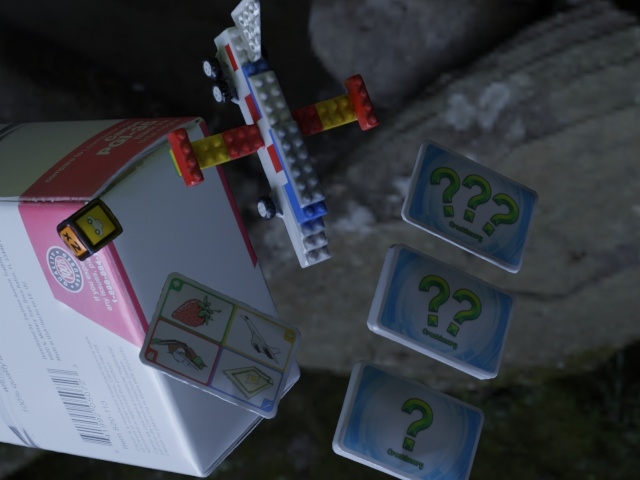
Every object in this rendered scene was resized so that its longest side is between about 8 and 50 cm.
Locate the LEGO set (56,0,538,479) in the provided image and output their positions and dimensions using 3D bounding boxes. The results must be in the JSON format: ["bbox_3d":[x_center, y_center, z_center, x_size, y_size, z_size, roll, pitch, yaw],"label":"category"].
[{"bbox_3d":[0.000,0.000,0.779,0.244,0.182,0.060,26,158,-18],"label":"LEGO set"}]

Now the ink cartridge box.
[{"bbox_3d":[-0.180,0.030,1.059,0.283,0.117,0.207,3,123,39],"label":"ink cartridge box"}]
